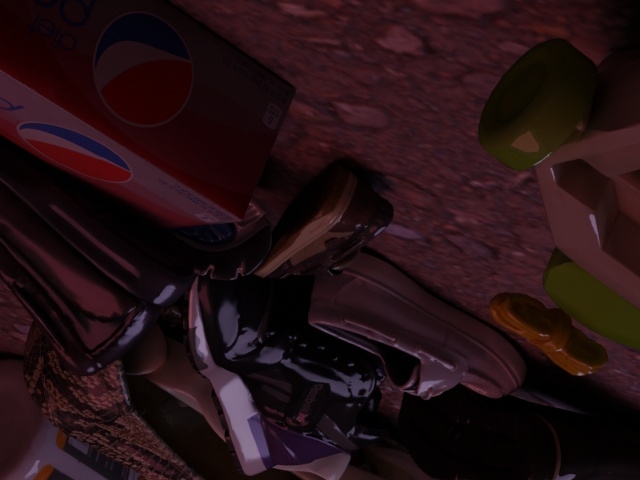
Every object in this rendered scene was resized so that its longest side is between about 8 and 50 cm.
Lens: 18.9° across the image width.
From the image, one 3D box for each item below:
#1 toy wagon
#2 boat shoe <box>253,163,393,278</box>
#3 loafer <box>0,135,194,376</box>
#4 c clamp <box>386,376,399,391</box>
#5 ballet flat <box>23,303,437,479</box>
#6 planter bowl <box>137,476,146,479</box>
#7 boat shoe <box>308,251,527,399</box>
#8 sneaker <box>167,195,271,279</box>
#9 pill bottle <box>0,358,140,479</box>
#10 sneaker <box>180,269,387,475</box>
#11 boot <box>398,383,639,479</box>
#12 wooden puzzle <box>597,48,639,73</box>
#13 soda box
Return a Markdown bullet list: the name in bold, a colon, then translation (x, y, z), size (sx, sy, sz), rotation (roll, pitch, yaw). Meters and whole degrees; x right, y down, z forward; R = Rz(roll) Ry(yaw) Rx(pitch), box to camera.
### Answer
- **toy wagon**: translation (0.193, 0.002, 0.805), size (0.267, 0.068, 0.344), rotation (35, 158, -20)
- **boat shoe**: translation (0.000, 0.000, 1.154), size (0.049, 0.056, 0.152), rotation (30, 161, -8)
- **loafer**: translation (-0.212, -0.043, 1.074), size (0.302, 0.095, 0.109), rotation (39, -166, 1)
- **c clamp**: translation (-0.019, 0.074, 1.444), size (0.161, 0.022, 0.137), rotation (18, 162, 10)
- **ballet flat**: translation (-0.020, 0.188, 1.557), size (0.483, 0.164, 0.182), rotation (36, 157, -28)
- **planter bowl**: translation (-0.057, 0.228, 1.823), size (0.217, 0.090, 0.217), rotation (20, 163, 6)
- **boat shoe**: translation (0.064, 0.070, 1.269), size (0.066, 0.063, 0.184), rotation (2, 154, 46)
- **sneaker**: translation (-0.116, -0.043, 1.158), size (0.191, 0.071, 0.083), rotation (35, -172, -6)
- **pill bottle**: translation (-0.263, 0.247, 2.003), size (0.162, 0.162, 0.278), rotation (8, 157, 37)
- **sneaker**: translation (-0.019, 0.061, 1.322), size (0.124, 0.107, 0.283), rotation (-7, 147, 7)
- **boot**: translation (0.154, 0.144, 1.383), size (0.137, 0.076, 0.198), rotation (5, -169, -27)
- **wooden puzzle**: translation (0.263, -0.013, 0.844), size (0.221, 0.044, 0.239), rotation (3, 148, 46)
- **soda box**: translation (-0.145, -0.102, 0.984), size (0.263, 0.083, 0.092), rotation (32, 160, -30)
